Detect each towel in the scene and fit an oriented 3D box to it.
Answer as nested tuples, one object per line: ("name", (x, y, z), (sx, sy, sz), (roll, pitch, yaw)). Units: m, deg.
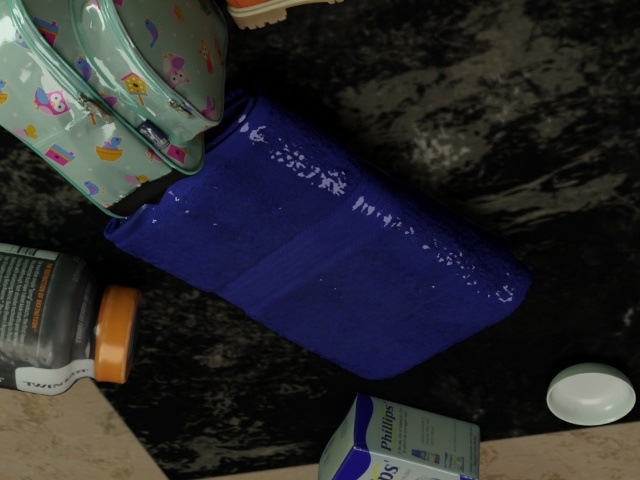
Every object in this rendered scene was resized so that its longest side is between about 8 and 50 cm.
("towel", (0.000, 0.000, 1.060), (0.308, 0.076, 0.227), (32, 138, -25))

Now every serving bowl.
("serving bowl", (0.260, 0.143, 1.202), (0.083, 0.027, 0.083), (3, 136, 3))

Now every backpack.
("backpack", (-0.158, -0.132, 0.866), (0.188, 0.166, 0.144), (34, 128, -31))

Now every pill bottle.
("pill bottle", (-0.286, 0.067, 1.117), (0.245, 0.130, 0.130), (9, 137, -2))

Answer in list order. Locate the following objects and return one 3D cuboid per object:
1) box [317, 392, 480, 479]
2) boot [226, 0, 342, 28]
("box", (0.079, 0.234, 1.290), (0.137, 0.072, 0.126), (16, 135, -9))
("boot", (-0.010, -0.205, 0.851), (0.157, 0.059, 0.085), (-15, 127, 23))
